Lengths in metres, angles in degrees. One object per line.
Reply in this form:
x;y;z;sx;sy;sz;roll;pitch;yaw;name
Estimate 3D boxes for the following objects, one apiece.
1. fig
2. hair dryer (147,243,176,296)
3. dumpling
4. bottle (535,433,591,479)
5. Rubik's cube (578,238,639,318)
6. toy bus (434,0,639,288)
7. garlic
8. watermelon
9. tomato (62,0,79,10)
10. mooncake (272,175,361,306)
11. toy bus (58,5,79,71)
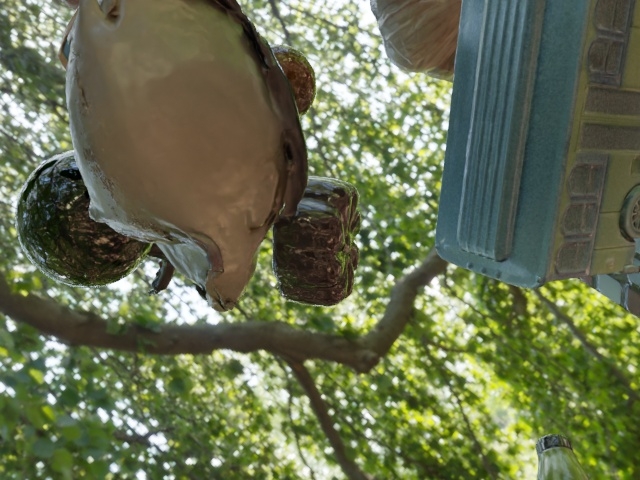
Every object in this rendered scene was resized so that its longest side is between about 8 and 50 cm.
-0.125;-0.423;1.874;0.235;0.235;0.214;14;-97;-64;fig
-0.395;0.063;1.579;0.235;0.091;0.272;-1;-43;-22;hair dryer
-0.102;-0.093;0.519;0.163;0.293;0.204;-19;5;-1;dumpling
0.455;0.483;1.246;0.260;0.112;0.112;-87;8;-49;bottle
0.442;-0.013;0.893;0.160;0.162;0.163;-23;-56;-13;Rubik's cube
0.239;-0.121;0.689;0.190;0.152;0.312;-4;-75;-34;toy bus
0.250;-0.483;1.369;0.317;0.259;0.317;0;-89;-29;garlic
-0.406;-0.038;1.185;0.242;0.242;0.242;-40;-28;-26;watermelon
-0.404;-0.566;1.433;0.309;0.170;0.309;-42;-15;-14;tomato
0.000;0.000;1.558;0.306;0.154;0.306;6;-90;-76;mooncake
-0.259;-0.259;0.939;0.136;0.126;0.209;-46;-3;20;toy bus
